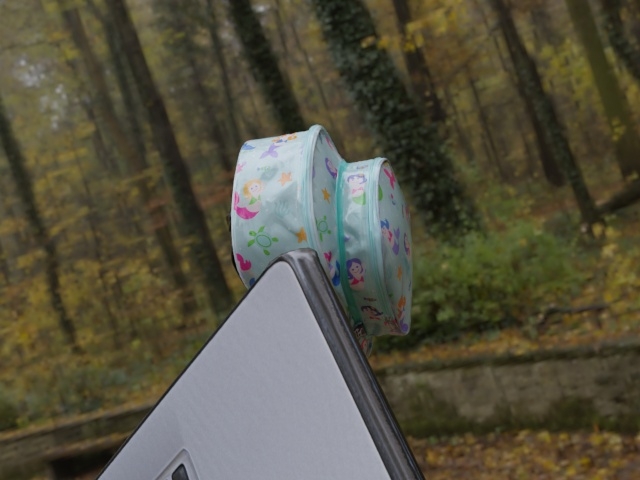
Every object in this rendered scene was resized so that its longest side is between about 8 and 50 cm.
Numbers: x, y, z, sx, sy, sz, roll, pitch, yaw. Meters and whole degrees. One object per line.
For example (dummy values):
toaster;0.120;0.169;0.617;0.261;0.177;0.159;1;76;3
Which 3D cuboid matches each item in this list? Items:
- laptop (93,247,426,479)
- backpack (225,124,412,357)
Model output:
laptop;-0.112;0.277;0.354;0.236;0.382;0.408;-5;-32;-39
backpack;0.000;0.000;1.247;0.191;0.225;0.253;-11;-38;20
